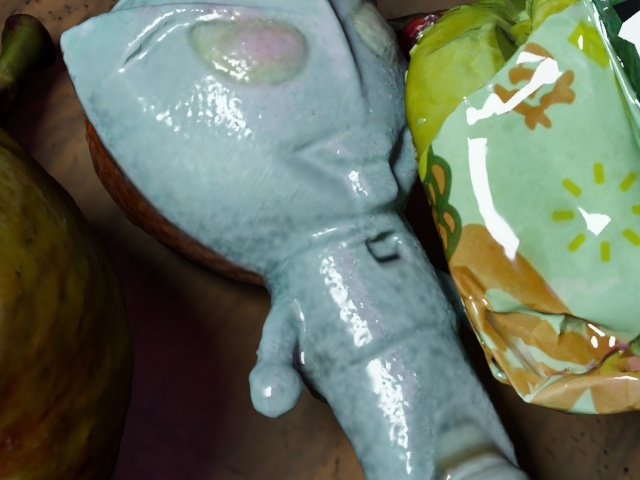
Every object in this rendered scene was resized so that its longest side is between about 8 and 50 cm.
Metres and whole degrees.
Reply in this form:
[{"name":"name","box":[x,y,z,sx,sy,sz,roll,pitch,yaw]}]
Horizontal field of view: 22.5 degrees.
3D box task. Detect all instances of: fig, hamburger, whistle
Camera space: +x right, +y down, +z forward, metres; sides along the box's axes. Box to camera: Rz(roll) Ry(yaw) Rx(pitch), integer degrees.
[{"name":"fig","box":[-0.128,0.009,0.610,0.190,0.191,0.290,32,39,10]},{"name":"hamburger","box":[0.107,-0.043,0.639,0.125,0.214,0.235,-21,88,11]},{"name":"whistle","box":[0.000,0.000,0.661,0.142,0.133,0.346,1,60,-58]}]

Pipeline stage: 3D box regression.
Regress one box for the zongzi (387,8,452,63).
[{"name":"zongzi","box":[0.078,-0.086,0.751,0.067,0.073,0.083,0,58,-31]}]
